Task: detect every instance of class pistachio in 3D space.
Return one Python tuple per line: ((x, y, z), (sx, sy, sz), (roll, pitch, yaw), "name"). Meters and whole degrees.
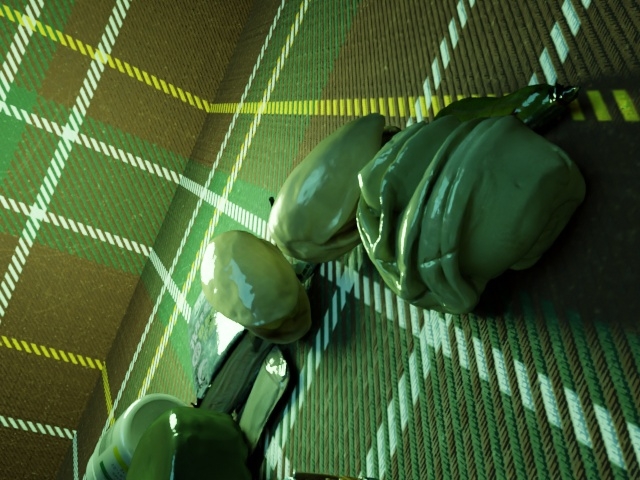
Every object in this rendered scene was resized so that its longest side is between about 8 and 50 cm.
((-0.146, 0.094, 1.271), (0.299, 0.188, 0.187), (44, 112, 40), "pistachio")
((0.035, -0.093, 1.120), (0.318, 0.193, 0.214), (-53, 39, 6), "pistachio")

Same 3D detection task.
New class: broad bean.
((0.259, -0.188, 0.908), (0.339, 0.061, 0.077), (11, 73, 63), "broad bean")

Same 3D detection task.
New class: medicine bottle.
((-0.477, 0.561, 1.573), (0.339, 0.208, 0.208), (-46, 33, 39), "medicine bottle")

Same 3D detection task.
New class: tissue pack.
((-0.227, 0.220, 1.471), (0.259, 0.122, 0.361), (-59, 25, 14), "tissue pack")

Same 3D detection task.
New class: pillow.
((-0.123, 0.339, 1.261), (0.232, 0.038, 0.130), (-65, 28, 12), "pillow")

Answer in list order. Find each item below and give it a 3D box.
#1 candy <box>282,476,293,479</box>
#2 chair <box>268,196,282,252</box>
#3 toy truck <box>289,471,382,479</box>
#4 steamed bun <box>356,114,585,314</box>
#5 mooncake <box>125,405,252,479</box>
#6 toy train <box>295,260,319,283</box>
((-0.063, 0.441, 1.084), (0.083, 0.020, 0.030), (-45, 35, 38), "candy")
((-0.056, -0.001, 1.375), (0.084, 0.102, 0.212), (-99, 3, -49), "chair")
((0.069, 0.376, 0.718), (0.305, 0.162, 0.136), (-7, 64, 61), "toy truck")
((0.168, -0.043, 0.809), (0.289, 0.203, 0.275), (13, 83, 63), "steamed bun")
((-0.275, 0.525, 1.224), (0.356, 0.194, 0.356), (-42, 37, 43), "mooncake")
((0.000, 0.000, 1.280), (0.207, 0.047, 0.043), (-59, 26, 15), "toy train")
